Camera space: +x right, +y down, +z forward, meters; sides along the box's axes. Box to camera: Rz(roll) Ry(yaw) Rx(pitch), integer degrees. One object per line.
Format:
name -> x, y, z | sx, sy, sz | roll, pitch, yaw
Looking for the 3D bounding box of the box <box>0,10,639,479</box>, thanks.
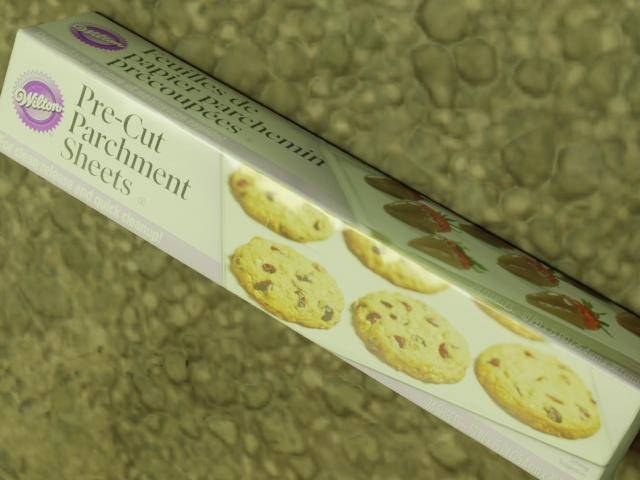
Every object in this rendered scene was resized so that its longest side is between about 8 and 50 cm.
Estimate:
box -> 0.000, 0.000, 0.676 | 0.324, 0.063, 0.067 | 31, 118, 15
